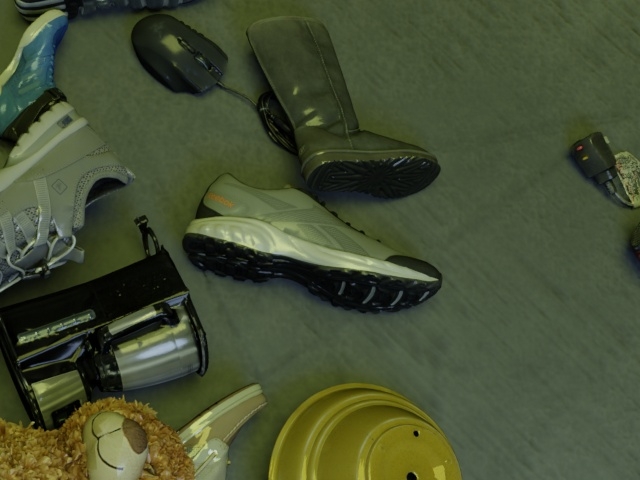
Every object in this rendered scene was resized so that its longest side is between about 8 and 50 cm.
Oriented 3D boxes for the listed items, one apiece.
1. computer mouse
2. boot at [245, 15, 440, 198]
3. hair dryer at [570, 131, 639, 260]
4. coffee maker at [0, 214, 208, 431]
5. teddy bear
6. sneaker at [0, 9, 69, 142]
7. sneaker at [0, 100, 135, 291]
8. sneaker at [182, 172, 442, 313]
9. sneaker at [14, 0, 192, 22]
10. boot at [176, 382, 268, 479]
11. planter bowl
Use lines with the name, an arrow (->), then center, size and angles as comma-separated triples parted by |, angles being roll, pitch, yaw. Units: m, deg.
computer mouse -> -0.103, -0.174, 1.257 | 0.242, 0.041, 0.071 | 32, 66, 0
boot -> 0.024, -0.149, 1.262 | 0.189, 0.076, 0.209 | 6, 47, -36
hair dryer -> 0.443, -0.038, 1.299 | 0.223, 0.080, 0.294 | -22, 76, -19
coffee maker -> -0.219, 0.085, 1.108 | 0.178, 0.120, 0.171 | -18, 41, -19
teddy bear -> -0.261, 0.212, 0.913 | 0.337, 0.113, 0.245 | -5, 28, -10
sneaker -> -0.289, -0.166, 1.204 | 0.084, 0.058, 0.152 | 29, 71, 6
sneaker -> -0.273, -0.005, 1.049 | 0.115, 0.105, 0.281 | 35, 61, -5
sneaker -> 0.000, 0.000, 1.184 | 0.271, 0.100, 0.108 | 17, 62, -5
sneaker -> -0.232, -0.324, 1.264 | 0.228, 0.086, 0.132 | -11, 70, -14
boot -> -0.094, 0.253, 1.080 | 0.213, 0.077, 0.165 | -41, 85, -25
planter bowl -> 0.067, 0.232, 1.084 | 0.217, 0.090, 0.217 | 10, 67, -25
